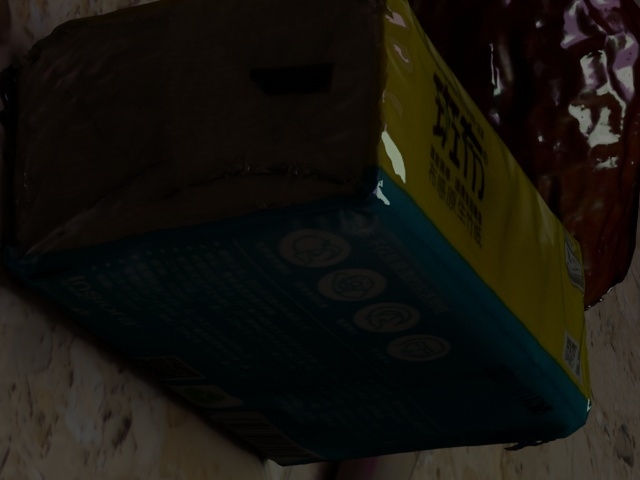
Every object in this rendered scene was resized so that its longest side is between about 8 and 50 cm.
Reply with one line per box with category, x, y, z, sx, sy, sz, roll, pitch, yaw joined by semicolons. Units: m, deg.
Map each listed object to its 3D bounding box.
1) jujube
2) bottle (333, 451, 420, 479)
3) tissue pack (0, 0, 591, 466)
jujube;0.147;-0.087;1.188;0.197;0.197;0.290;-55;137;-61
bottle;0.031;0.141;0.979;0.045;0.045;0.096;66;26;-26
tissue pack;0.000;0.000;0.791;0.271;0.192;0.134;46;40;-53
